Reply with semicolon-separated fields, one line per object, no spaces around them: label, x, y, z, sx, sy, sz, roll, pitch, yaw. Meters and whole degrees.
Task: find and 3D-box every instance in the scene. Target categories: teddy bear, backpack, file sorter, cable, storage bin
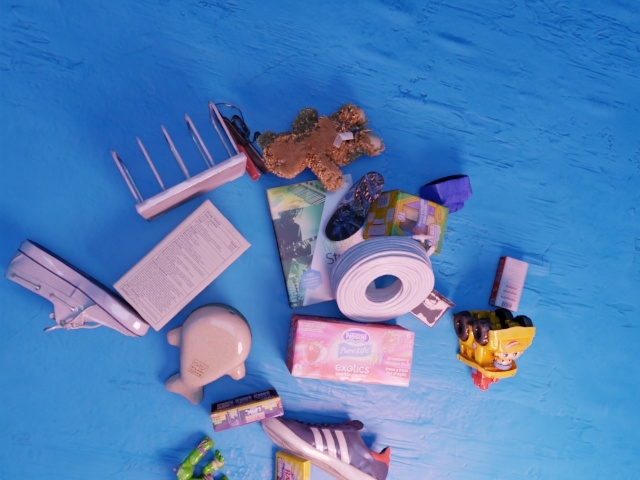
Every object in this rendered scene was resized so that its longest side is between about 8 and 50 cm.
teddy bear;0.004;-0.245;1.576;0.338;0.113;0.245;-41;88;-24
backpack;0.349;-0.126;1.645;0.120;0.098;0.101;-20;100;-22
file sorter;-0.346;-0.192;1.484;0.278;0.193;0.173;-29;89;-10
cable;0.154;0.101;1.501;0.257;0.089;0.257;0;131;-14
storage bin;0.280;0.168;1.621;0.135;0.098;0.091;35;93;-6

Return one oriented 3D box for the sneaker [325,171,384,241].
sneaker;0.090;-0.085;1.555;0.080;0.081;0.211;38;98;-7

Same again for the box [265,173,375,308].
box;0.000;0.000;1.597;0.233;0.058;0.321;-12;88;-10

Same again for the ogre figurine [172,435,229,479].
ogre figurine;-0.286;0.605;1.504;0.118;0.097;0.196;-23;107;-27

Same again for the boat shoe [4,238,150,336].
boat shoe;-0.598;0.157;1.451;0.367;0.136;0.156;34;82;-3

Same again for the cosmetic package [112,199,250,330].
cosmetic package;-0.341;0.061;1.510;0.309;0.113;0.160;-42;94;-10

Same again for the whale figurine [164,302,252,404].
whale figurine;-0.282;0.277;1.516;0.216;0.141;0.271;29;107;-7

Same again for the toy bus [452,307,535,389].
toy bus;0.448;0.291;1.580;0.150;0.220;0.211;-1;93;-14

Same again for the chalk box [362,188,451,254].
chalk box;0.241;-0.036;1.585;0.213;0.132;0.131;18;80;-26

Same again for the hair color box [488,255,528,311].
hair color box;0.523;0.121;1.684;0.072;0.043;0.141;18;83;-8

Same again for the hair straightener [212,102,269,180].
hair straightener;-0.204;-0.269;1.591;0.089;0.047;0.230;-34;86;-39

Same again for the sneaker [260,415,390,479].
sneaker;0.021;0.506;1.553;0.350;0.131;0.148;31;62;-2

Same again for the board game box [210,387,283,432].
board game box;-0.184;0.418;1.502;0.171;0.141;0.048;-12;89;-9

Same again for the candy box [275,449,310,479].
candy box;-0.072;0.645;1.527;0.027;0.105;0.205;1;90;-50

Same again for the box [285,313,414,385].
box;0.070;0.277;1.544;0.300;0.154;0.142;7;89;-8
